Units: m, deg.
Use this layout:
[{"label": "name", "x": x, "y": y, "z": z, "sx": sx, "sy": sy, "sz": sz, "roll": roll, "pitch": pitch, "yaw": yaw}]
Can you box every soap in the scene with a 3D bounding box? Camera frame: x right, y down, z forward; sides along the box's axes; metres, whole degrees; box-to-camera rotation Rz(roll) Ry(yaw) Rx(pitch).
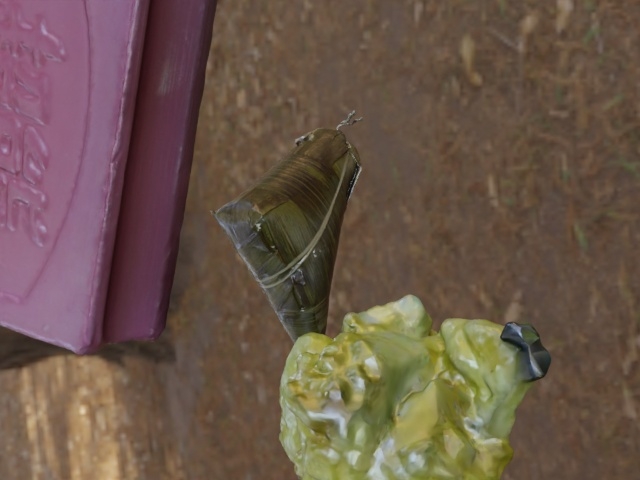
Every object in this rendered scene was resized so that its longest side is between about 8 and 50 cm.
[{"label": "soap", "x": -0.229, "y": -0.105, "z": 1.005, "sx": 0.232, "sy": 0.128, "sz": 0.360, "roll": 15, "pitch": 102, "yaw": 25}]

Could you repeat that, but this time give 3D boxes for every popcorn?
[{"label": "popcorn", "x": 0.075, "y": 0.197, "z": 1.296, "sx": 0.237, "sy": 0.292, "sz": 0.293, "roll": 90, "pitch": 170, "yaw": -78}]

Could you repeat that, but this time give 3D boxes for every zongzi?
[{"label": "zongzi", "x": 0.000, "y": 0.000, "z": 1.485, "sx": 0.111, "sy": 0.248, "sz": 0.241, "roll": -4, "pitch": 121, "yaw": 40}]
